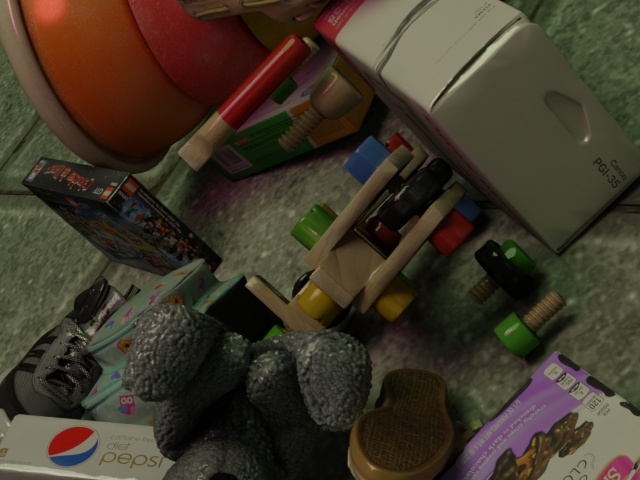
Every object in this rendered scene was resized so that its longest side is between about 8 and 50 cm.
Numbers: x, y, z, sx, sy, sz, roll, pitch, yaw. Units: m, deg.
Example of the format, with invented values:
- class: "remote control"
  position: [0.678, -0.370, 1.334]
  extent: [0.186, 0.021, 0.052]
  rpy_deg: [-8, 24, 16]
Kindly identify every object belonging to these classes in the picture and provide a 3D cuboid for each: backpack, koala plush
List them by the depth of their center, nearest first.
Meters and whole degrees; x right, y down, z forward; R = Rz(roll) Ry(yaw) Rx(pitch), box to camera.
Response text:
- class: "koala plush"
  position: [-0.076, 0.186, 1.111]
  extent: [0.203, 0.196, 0.221]
  rpy_deg: [125, 153, -73]
- class: "backpack"
  position: [-0.146, 0.118, 1.322]
  extent: [0.188, 0.144, 0.166]
  rpy_deg: [-45, 4, 20]

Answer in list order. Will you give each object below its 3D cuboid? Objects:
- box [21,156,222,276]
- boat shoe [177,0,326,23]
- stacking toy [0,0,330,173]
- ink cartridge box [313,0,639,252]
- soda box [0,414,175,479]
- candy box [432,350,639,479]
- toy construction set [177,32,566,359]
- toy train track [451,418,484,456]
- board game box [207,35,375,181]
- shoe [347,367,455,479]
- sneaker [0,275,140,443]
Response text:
- class: "box"
  position: [-0.236, -0.024, 1.584]
  extent: [0.233, 0.159, 0.044]
  rpy_deg: [13, 62, 54]
- class: "boat shoe"
  position: [-0.031, -0.266, 1.306]
  extent: [0.302, 0.098, 0.109]
  rpy_deg: [0, 46, 36]
- class: "stacking toy"
  position: [-0.091, -0.294, 1.518]
  extent: [0.480, 0.350, 0.350]
  rpy_deg: [-15, 41, 22]
- class: "ink cartridge box"
  position: [0.138, -0.138, 1.241]
  extent: [0.117, 0.207, 0.283]
  rpy_deg: [-45, 31, 3]
- class: "soda box"
  position: [-0.188, 0.215, 1.244]
  extent: [0.216, 0.074, 0.069]
  rpy_deg: [2, 42, 16]
- class: "candy box"
  position: [0.179, 0.191, 0.941]
  extent: [0.165, 0.070, 0.196]
  rpy_deg: [-46, 31, -3]
- class: "toy construction set"
  position: [0.000, 0.000, 1.178]
  extent: [0.237, 0.309, 0.257]
  rpy_deg: [-44, 23, 10]
- class: "toy train track"
  position: [0.098, 0.173, 1.110]
  extent: [0.083, 0.014, 0.048]
  rpy_deg: [-40, 32, 9]
- class: "board game box"
  position: [0.001, -0.235, 1.621]
  extent: [0.242, 0.064, 0.316]
  rpy_deg: [-17, 40, 48]
- class: "shoe"
  position: [0.065, 0.158, 1.044]
  extent: [0.219, 0.076, 0.058]
  rpy_deg: [-46, -34, -74]
- class: "sneaker"
  position: [-0.256, 0.124, 1.423]
  extent: [0.153, 0.101, 0.268]
  rpy_deg: [-46, 10, 16]
